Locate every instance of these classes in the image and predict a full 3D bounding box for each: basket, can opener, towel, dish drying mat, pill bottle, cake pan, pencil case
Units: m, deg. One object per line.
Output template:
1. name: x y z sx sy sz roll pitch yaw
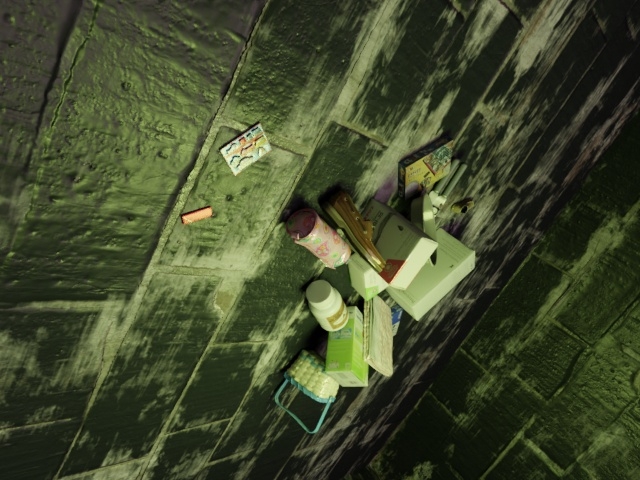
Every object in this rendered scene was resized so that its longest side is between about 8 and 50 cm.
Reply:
1. basket: -0.048 0.649 1.914 0.288 0.255 0.201 -57 146 -5
2. can opener: 0.505 -0.212 1.825 0.280 0.074 0.093 -61 175 21
3. towel: 0.269 0.420 1.998 0.054 0.331 0.317 -8 150 23
4. dish drying mat: -0.333 -0.067 1.185 0.083 0.008 0.032 -21 135 -29
5. pill bottle: 0.025 0.253 1.721 0.131 0.131 0.229 -39 142 -10
6. cake pan: 0.404 -0.041 1.708 0.293 0.054 0.292 -6 90 -68
7. pencil case: 0.000 0.000 1.474 0.124 0.124 0.284 -47 144 0

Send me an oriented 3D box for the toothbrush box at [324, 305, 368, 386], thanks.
1. toothbrush box: 0.121 0.451 1.861 0.122 0.283 0.206 -10 142 21

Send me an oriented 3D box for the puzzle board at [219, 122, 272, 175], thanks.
1. puzzle board: -0.193 -0.239 1.160 0.128 0.011 0.096 -37 142 -11

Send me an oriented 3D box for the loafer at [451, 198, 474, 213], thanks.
1. loafer: 0.668 -0.151 2.037 0.148 0.050 0.056 -19 135 -32

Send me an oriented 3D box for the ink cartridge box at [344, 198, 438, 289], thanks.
1. ink cartridge box: 0.246 0.009 1.586 0.117 0.283 0.207 17 111 -45

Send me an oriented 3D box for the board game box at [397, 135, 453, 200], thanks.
1. board game box: 0.400 -0.276 1.672 0.243 0.042 0.165 -31 141 -19

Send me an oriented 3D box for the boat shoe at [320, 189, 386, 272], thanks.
1. boat shoe: 0.135 -0.032 1.464 0.104 0.111 0.307 -40 101 -6

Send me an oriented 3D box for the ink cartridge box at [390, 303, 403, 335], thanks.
1. ink cartridge box: 0.363 0.432 2.281 0.097 0.046 0.207 -22 137 -30

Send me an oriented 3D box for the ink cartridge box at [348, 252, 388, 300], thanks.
1. ink cartridge box: 0.257 0.092 1.809 0.273 0.115 0.198 -33 142 -18

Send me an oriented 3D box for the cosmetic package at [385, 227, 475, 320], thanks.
1. cosmetic package: 0.498 0.152 2.020 0.385 0.217 0.156 -41 143 -11
